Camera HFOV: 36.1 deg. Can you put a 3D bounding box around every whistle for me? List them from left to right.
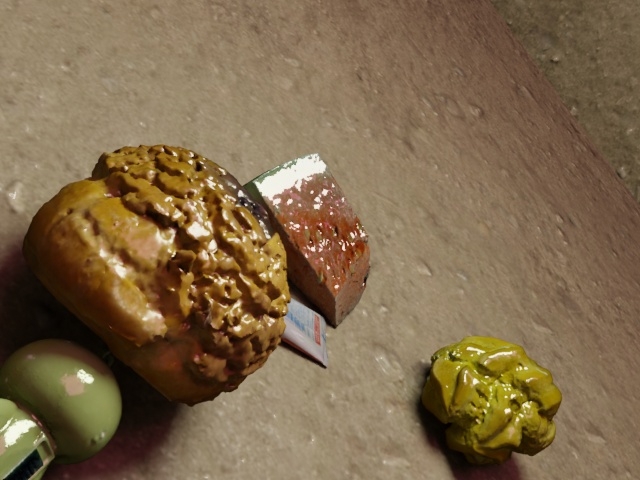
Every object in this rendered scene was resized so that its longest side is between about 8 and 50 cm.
[{"bbox_3d":[-0.314,0.197,0.959,0.294,0.141,0.141,-34,82,-32],"label":"whistle"}]

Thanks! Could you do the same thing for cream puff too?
[{"bbox_3d":[-0.170,0.018,1.111,0.327,0.231,0.343,43,-5,29],"label":"cream puff"},{"bbox_3d":[0.257,0.251,1.492,0.221,0.195,0.195,41,33,-1],"label":"cream puff"}]

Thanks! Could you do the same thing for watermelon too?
[{"bbox_3d":[0.000,0.000,1.507,0.193,0.140,0.257,-27,86,-36],"label":"watermelon"}]

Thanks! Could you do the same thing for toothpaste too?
[{"bbox_3d":[-0.069,0.097,1.391,0.234,0.057,0.089,33,37,-32],"label":"toothpaste"}]
